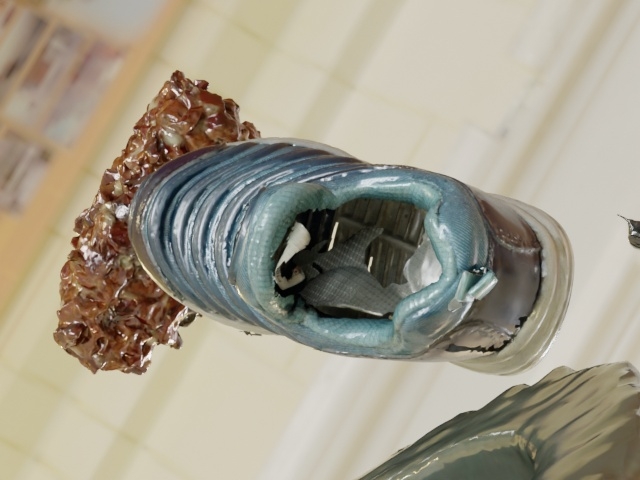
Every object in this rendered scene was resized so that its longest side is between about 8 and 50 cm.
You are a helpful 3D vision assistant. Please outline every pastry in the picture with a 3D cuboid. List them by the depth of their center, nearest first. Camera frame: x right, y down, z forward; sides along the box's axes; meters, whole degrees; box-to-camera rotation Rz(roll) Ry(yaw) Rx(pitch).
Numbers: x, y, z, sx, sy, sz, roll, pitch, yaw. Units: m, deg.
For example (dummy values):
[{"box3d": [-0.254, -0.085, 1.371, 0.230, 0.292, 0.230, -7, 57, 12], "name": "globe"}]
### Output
[{"box3d": [-0.113, -0.009, 1.286, 0.115, 0.208, 0.097, 24, -173, -25], "name": "pastry"}]

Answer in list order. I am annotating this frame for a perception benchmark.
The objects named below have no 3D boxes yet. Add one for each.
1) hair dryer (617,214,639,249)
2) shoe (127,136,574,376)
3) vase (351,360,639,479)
[{"box3d": [0.262, 0.060, 0.982, 0.272, 0.091, 0.235, 43, 178, -10], "name": "hair dryer"}, {"box3d": [0.000, 0.000, 0.782, 0.207, 0.091, 0.106, 11, 176, 34], "name": "shoe"}, {"box3d": [0.057, 0.208, 0.409, 0.291, 0.245, 0.245, 53, 175, -5], "name": "vase"}]
